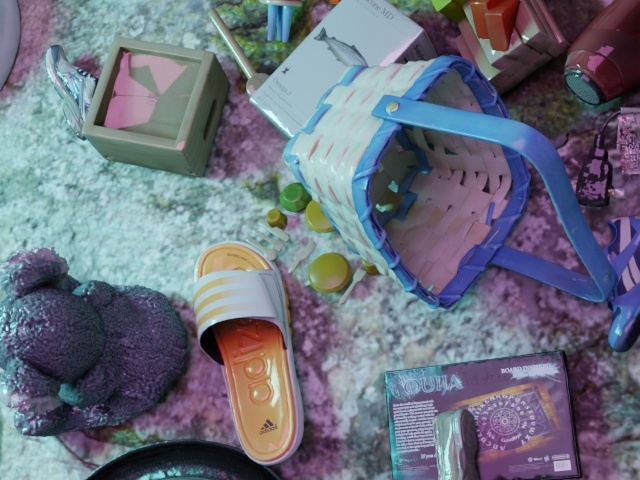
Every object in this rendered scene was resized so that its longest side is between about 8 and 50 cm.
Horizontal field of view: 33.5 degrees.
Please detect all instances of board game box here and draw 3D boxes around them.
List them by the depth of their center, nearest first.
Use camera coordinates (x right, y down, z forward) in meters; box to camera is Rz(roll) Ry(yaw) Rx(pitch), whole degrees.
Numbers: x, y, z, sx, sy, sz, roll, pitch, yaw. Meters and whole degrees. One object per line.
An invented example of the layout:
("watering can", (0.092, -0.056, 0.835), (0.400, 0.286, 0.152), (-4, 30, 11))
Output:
("board game box", (0.160, 0.182, 1.068), (0.186, 0.026, 0.126), (-9, 72, 17))

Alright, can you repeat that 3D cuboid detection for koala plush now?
("koala plush", (-0.271, 0.104, 1.136), (0.203, 0.221, 0.196), (-4, 73, 18))

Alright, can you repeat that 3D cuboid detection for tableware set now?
("tableware set", (0.000, 0.000, 1.181), (0.154, 0.024, 0.104), (32, 79, 26))

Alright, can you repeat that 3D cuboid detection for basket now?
("basket", (0.126, -0.052, 1.012), (0.289, 0.254, 0.201), (27, 72, 41))

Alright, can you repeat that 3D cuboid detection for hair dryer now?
("hair dryer", (0.361, -0.159, 1.085), (0.224, 0.080, 0.293), (2, 78, 1))

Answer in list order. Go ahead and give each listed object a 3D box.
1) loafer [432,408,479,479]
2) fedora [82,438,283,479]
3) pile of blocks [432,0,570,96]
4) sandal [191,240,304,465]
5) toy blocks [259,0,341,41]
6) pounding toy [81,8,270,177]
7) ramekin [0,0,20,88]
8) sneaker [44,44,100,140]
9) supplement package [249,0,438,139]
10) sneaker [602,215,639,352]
("loafer", (0.129, 0.227, 1.032), (0.039, 0.045, 0.125), (-14, 63, 34))
("fedora", (-0.176, 0.346, 1.071), (0.334, 0.152, 0.334), (-6, 73, 18))
("pile of blocks", (0.170, -0.340, 1.141), (0.149, 0.113, 0.362), (-9, 75, 38))
("sandal", (-0.079, 0.105, 1.138), (0.102, 0.076, 0.265), (-23, 62, 9))
("toy blocks", (-0.008, -0.305, 1.246), (0.123, 0.054, 0.148), (5, 107, 0))
("pounding toy", (-0.144, -0.171, 1.248), (0.206, 0.094, 0.181), (11, 74, 13))
("ramekin", (-0.549, -0.278, 1.394), (0.277, 0.135, 0.277), (-6, 73, 18))
("sneaker", (-0.299, -0.191, 1.333), (0.058, 0.052, 0.135), (-26, 75, 0))
("supplement package", (0.031, -0.173, 1.173), (0.179, 0.105, 0.105), (-47, 65, 1))
("sneaker", (0.298, 0.040, 1.047), (0.059, 0.053, 0.144), (11, 70, 21))
